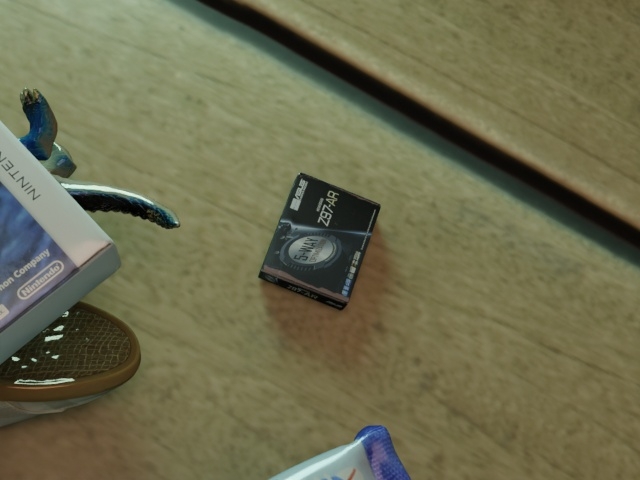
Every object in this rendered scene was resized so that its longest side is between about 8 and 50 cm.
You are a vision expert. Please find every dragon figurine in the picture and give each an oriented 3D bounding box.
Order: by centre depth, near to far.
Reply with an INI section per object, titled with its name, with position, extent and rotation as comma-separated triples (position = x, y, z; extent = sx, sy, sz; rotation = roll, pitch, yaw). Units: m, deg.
[dragon figurine]
position = -0.236, -0.035, 0.568
extent = 0.289, 0.085, 0.144
rotation = 33, 70, 5

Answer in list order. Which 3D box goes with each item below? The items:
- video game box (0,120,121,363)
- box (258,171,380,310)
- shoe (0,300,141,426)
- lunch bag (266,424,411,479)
[video game box]
position = -0.247, 0.005, 0.481
extent = 0.205, 0.048, 0.187
rotation = -42, 77, -19
[box]
position = 0.000, 0.000, 0.646
extent = 0.067, 0.018, 0.083
rotation = 23, 68, -5
[shoe]
position = -0.224, 0.078, 0.555
extent = 0.219, 0.058, 0.077
rotation = 1, 51, -16
[lunch bag]
position = -0.029, 0.344, 0.408
extent = 0.327, 0.239, 0.385
rotation = -26, 71, -21
